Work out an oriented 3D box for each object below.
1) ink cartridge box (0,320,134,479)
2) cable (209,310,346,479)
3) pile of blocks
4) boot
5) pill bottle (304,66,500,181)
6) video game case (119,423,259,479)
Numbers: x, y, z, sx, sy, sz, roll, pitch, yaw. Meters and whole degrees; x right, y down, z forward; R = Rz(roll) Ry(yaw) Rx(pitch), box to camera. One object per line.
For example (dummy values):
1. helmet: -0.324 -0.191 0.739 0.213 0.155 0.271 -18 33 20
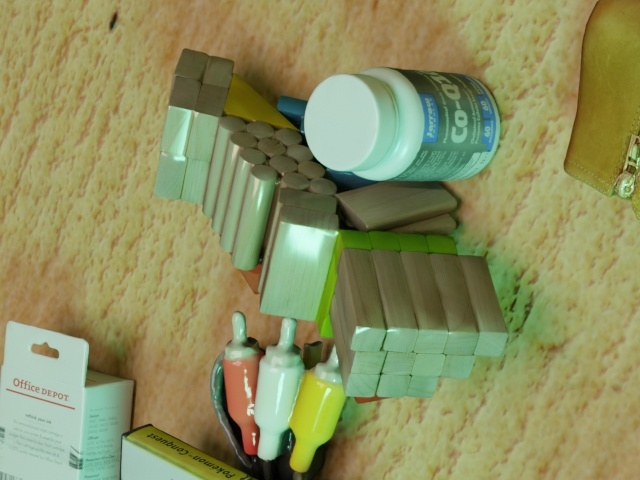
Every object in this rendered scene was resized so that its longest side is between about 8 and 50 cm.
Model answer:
1. ink cartridge box: -0.213 0.160 1.620 0.104 0.060 0.180 11 99 39
2. cable: -0.043 0.191 1.474 0.139 0.072 0.287 12 98 35
3. pile of blocks: 0.000 0.000 1.414 0.362 0.149 0.112 49 139 37
4. boot: 0.285 -0.089 1.196 0.295 0.104 0.211 22 110 42
5. pill bottle: 0.056 -0.080 1.346 0.078 0.137 0.078 2 92 39
6. video game case: -0.063 0.306 1.481 0.248 0.035 0.274 21 116 38
